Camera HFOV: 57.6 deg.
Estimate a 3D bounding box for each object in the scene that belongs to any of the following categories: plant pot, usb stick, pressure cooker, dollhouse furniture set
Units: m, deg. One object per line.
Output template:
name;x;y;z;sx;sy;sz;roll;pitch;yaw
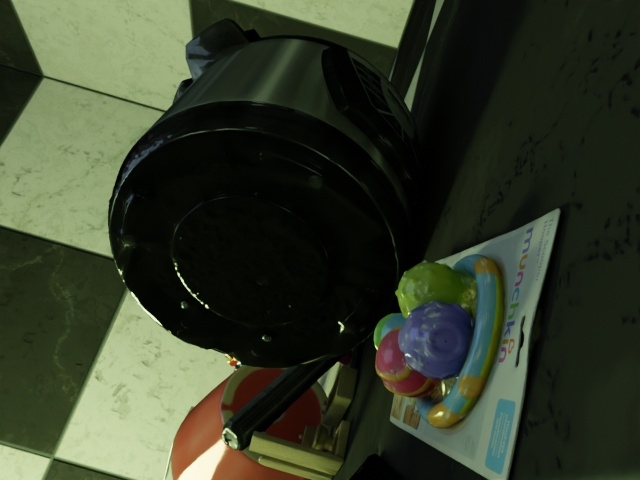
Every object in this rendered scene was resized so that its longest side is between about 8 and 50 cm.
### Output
plant pot;-0.112;0.351;1.037;0.275;0.275;0.243;-74;10;-45
usb stick;-0.033;0.205;0.872;0.278;0.045;0.077;-36;-21;-33
pressure cooker;-0.054;-0.088;0.816;0.420;0.376;0.369;-76;-1;-56
dollhouse furniture set;-0.026;0.258;0.856;0.144;0.123;0.151;107;179;-51

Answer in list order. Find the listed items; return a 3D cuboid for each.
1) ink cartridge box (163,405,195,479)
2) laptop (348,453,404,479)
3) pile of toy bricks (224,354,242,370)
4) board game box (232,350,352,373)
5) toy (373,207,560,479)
ink cartridge box;-0.216;0.572;1.444;0.129;0.308;0.223;-76;2;-71
laptop;0.019;0.313;0.410;0.264;0.136;0.234;-48;-5;-12
pile of toy bricks;-0.122;0.166;1.102;0.212;0.105;0.118;-32;14;45
board game box;-0.024;0.097;1.220;0.390;0.050;0.389;-27;40;51
toy;0.069;0.063;0.390;0.237;0.056;0.136;108;177;-79
